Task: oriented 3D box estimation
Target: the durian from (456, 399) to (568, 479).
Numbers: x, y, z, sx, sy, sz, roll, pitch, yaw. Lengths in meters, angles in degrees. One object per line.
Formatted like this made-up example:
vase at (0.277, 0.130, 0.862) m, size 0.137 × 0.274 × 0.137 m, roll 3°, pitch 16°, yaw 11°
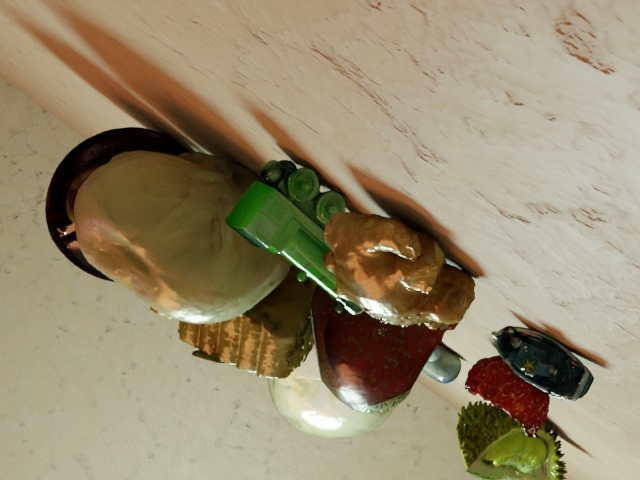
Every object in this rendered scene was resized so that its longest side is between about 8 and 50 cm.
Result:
durian at (0.392, 0.430, 1.909) m, size 0.352 × 0.169 × 0.158 m, roll 25°, pitch 171°, yaw -41°

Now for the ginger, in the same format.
ginger at (0.090, 0.039, 1.043) m, size 0.157 × 0.102 × 0.216 m, roll -3°, pitch 144°, yaw 35°

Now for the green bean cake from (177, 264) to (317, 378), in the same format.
green bean cake at (-0.106, 0.117, 1.566) m, size 0.230 × 0.131 × 0.224 m, roll 18°, pitch -148°, yaw 18°

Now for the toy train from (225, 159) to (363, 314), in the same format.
toy train at (0.000, 0.000, 1.155) m, size 0.251 × 0.119 × 0.085 m, roll 42°, pitch 170°, yaw -33°

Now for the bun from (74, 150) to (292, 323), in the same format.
bun at (-0.199, -0.031, 1.425) m, size 0.361 × 0.213 × 0.361 m, roll 23°, pitch -156°, yaw -11°

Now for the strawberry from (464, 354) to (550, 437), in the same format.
strawberry at (0.296, 0.234, 1.417) m, size 0.145 × 0.086 × 0.145 m, roll 37°, pitch 174°, yaw 5°

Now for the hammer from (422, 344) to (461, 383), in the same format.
hammer at (0.220, 0.218, 1.850) m, size 0.116 × 0.069 × 0.194 m, roll 33°, pitch 165°, yaw 31°

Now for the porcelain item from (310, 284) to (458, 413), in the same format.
porcelain item at (0.103, 0.144, 1.429) m, size 0.253 × 0.253 × 0.253 m, roll 35°, pitch 173°, yaw 5°

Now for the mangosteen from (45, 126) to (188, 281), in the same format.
mangosteen at (-0.357, -0.057, 1.716) m, size 0.307 × 0.307 × 0.347 m, roll 39°, pitch 178°, yaw -22°

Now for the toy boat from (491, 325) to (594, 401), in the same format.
toy boat at (0.257, 0.141, 1.075) m, size 0.061 × 0.060 × 0.137 m, roll 16°, pitch -166°, yaw -40°

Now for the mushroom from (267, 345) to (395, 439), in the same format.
mushroom at (0.016, 0.281, 2.118) m, size 0.353 × 0.325 × 0.353 m, roll 49°, pitch 176°, yaw 5°
